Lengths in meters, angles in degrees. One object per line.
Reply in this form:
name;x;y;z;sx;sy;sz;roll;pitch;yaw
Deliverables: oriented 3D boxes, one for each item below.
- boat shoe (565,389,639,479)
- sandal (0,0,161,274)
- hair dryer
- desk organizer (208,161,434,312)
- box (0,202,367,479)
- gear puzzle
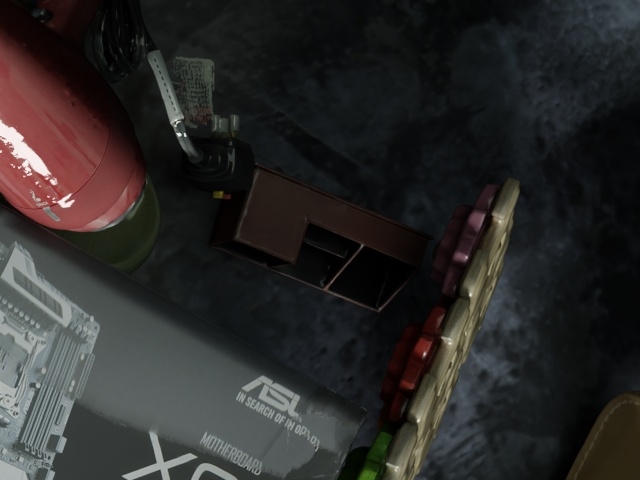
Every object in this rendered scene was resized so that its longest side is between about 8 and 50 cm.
boat shoe;0.152;0.243;1.071;0.110;0.121;0.341;26;74;-22
sandal;-0.192;-0.104;0.965;0.303;0.086;0.120;46;66;-14
hair dryer;-0.146;-0.113;0.916;0.293;0.080;0.224;-12;82;-68
desk organizer;0.000;0.000;1.070;0.130;0.047;0.050;22;76;-22
box;-0.162;0.126;0.925;0.307;0.076;0.242;31;78;-14
gear puzzle;0.035;0.128;1.018;0.044;0.175;0.339;22;72;9
